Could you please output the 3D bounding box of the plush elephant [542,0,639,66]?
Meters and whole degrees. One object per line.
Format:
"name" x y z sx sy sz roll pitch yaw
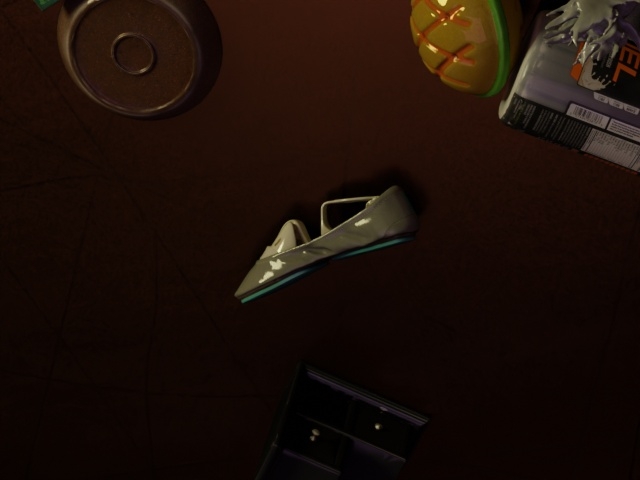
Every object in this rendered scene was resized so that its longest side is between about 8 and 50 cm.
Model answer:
"plush elephant" 0.356 -0.223 1.632 0.330 0.272 0.255 -42 151 4

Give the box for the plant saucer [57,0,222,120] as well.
"plant saucer" -0.182 -0.188 1.888 0.168 0.029 0.168 5 122 9

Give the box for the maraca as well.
"maraca" 0.131 -0.220 1.761 0.099 0.127 0.185 -22 110 -26

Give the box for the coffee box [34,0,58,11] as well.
"coffee box" -0.228 -0.311 1.817 0.184 0.040 0.113 -29 111 25

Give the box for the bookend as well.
"bookend" 0.022 0.224 2.012 0.156 0.157 0.072 24 122 -3

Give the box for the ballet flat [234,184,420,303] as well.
"ballet flat" 0.000 0.000 1.949 0.213 0.072 0.068 -22 86 21

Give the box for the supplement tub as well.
"supplement tub" 0.272 -0.131 1.778 0.190 0.117 0.117 20 122 -1
